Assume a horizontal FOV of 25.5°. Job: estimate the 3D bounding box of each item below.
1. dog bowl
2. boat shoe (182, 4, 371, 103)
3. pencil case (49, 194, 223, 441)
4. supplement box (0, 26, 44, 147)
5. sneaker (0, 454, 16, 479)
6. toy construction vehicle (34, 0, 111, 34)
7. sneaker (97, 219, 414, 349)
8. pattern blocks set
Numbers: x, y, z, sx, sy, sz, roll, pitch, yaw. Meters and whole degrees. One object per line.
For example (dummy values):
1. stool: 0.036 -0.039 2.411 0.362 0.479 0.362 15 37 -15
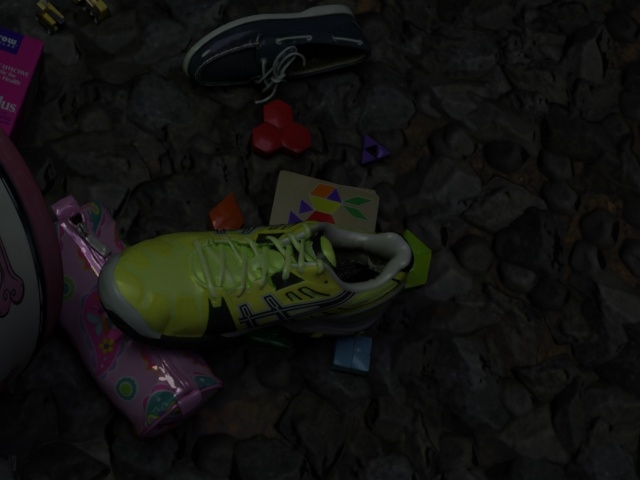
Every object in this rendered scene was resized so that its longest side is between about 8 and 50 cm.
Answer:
1. dog bowl: -0.434 0.002 1.464 0.408 0.408 0.150 51 47 8
2. boat shoe: -0.053 -0.237 1.829 0.254 0.095 0.079 -15 61 -30
3. pencil case: -0.231 0.088 1.623 0.124 0.124 0.284 -29 79 -24
4. supplement box: -0.413 -0.138 1.671 0.111 0.114 0.220 17 62 -7
5. sneaker: -0.457 0.272 1.512 0.281 0.105 0.115 7 36 -11
6. toy construction vehicle: -0.328 -0.310 1.810 0.086 0.035 0.098 -38 82 -26
7. sneaker: -0.069 0.029 1.602 0.385 0.147 0.145 -4 61 -34
8. pattern blocks set: 0.000 0.000 1.777 0.285 0.026 0.324 22 64 -6
